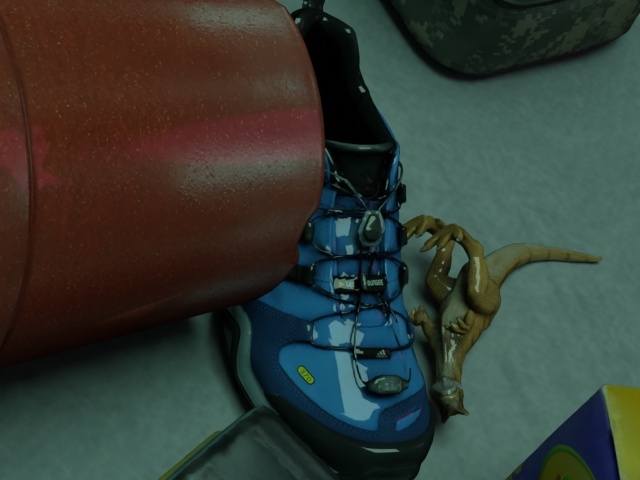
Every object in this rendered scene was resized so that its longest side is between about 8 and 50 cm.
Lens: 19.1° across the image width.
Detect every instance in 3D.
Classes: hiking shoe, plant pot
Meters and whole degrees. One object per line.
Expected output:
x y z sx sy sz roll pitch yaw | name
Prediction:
0.000 0.000 1.127 0.113 0.132 0.304 -5 60 -27 | hiking shoe
-0.159 -0.050 1.024 0.265 0.272 0.272 -8 61 -38 | plant pot

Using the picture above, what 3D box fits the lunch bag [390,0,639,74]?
0.134 -0.309 1.324 0.212 0.256 0.305 -15 64 -32 | lunch bag

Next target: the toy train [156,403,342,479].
0.010 0.236 0.930 0.334 0.190 0.142 46 52 10 | toy train

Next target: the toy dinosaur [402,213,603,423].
0.097 0.031 1.210 0.211 0.064 0.112 -52 121 -43 | toy dinosaur

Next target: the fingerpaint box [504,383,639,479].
0.307 0.324 1.020 0.371 0.163 0.445 7 56 -20 | fingerpaint box
